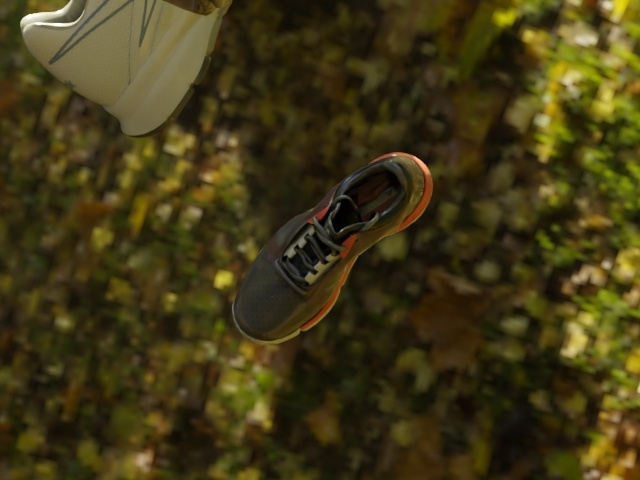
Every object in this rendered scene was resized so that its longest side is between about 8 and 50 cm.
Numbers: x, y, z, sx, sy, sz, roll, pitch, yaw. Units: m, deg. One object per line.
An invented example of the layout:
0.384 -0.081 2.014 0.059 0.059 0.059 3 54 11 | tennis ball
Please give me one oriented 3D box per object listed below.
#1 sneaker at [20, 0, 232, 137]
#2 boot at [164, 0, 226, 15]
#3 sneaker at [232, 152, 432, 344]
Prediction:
-0.096 -0.214 1.311 0.297 0.129 0.111 -58 19 12 | sneaker
-0.006 -0.170 0.640 0.095 0.262 0.203 17 92 47 | boot
0.000 0.000 1.203 0.061 0.065 0.158 45 95 12 | sneaker
